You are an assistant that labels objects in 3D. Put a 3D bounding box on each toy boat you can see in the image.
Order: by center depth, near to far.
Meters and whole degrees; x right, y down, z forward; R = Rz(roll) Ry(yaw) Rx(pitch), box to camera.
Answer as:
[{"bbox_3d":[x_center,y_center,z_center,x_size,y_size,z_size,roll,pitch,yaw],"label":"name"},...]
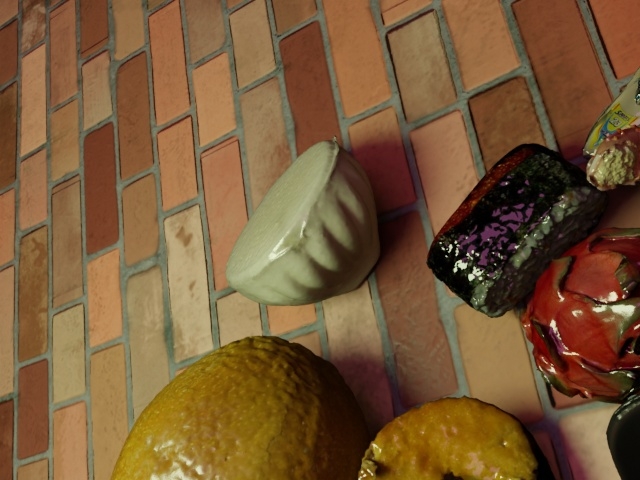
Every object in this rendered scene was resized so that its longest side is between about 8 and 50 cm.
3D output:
[{"bbox_3d":[0.410,-0.176,0.955,0.210,0.066,0.084,-45,54,13],"label":"toy boat"}]

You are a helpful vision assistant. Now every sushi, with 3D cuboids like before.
[{"bbox_3d":[0.249,-0.012,0.964,0.225,0.136,0.126,-50,57,0],"label":"sushi"}]

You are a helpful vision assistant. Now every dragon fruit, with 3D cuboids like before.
[{"bbox_3d":[0.337,0.077,0.829,0.274,0.192,0.193,-40,47,38],"label":"dragon fruit"}]

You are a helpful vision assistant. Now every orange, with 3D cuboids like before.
[{"bbox_3d":[-0.092,0.301,0.964,0.322,0.322,0.357,9,68,35],"label":"orange"}]

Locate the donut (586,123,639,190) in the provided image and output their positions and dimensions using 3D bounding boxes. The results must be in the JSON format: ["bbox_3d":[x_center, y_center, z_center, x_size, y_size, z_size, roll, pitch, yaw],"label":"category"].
[{"bbox_3d":[0.401,-0.098,0.906,0.166,0.117,0.065,7,121,10],"label":"donut"}]

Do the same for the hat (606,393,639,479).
[{"bbox_3d":[0.414,0.235,0.707,0.209,0.336,0.238,-30,30,-22],"label":"hat"}]

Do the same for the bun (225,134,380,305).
[{"bbox_3d":[0.000,0.000,1.116,0.263,0.175,0.263,-47,18,20],"label":"bun"}]

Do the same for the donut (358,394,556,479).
[{"bbox_3d":[0.158,0.309,0.875,0.253,0.118,0.253,0,59,0],"label":"donut"}]
